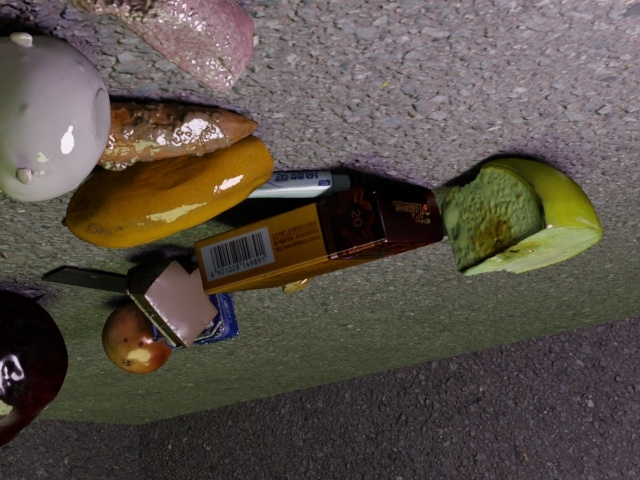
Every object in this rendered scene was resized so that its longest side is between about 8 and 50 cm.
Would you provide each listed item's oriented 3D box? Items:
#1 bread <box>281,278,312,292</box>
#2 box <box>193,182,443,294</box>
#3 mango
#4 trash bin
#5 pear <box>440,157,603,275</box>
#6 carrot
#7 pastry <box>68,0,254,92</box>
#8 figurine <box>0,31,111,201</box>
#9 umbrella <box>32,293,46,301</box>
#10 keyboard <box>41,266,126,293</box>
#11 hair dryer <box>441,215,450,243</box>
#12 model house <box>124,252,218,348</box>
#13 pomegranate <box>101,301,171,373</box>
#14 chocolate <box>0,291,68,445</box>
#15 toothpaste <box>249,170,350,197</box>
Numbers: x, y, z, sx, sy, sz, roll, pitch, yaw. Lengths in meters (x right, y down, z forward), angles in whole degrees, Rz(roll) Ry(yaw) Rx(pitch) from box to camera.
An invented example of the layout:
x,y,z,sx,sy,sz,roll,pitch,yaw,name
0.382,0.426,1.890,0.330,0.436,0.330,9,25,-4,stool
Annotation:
x,y,z,sx,sy,sz,roll,pitch,yaw,name
-0.056,0.072,2.094,0.094,0.083,0.157,-14,163,-19,bread
0.001,0.000,1.749,0.415,0.116,0.264,-18,171,30,box
-0.247,-0.080,1.445,0.359,0.144,0.187,-17,-169,15,mango
-0.301,0.187,2.221,0.184,0.162,0.234,-13,168,7,trash bin
0.409,-0.053,1.734,0.282,0.176,0.286,1,159,-33,pear
-0.216,-0.163,1.331,0.263,0.102,0.102,-5,162,-23,carrot
-0.164,-0.259,1.027,0.112,0.103,0.265,-27,156,30,pastry
-0.458,-0.187,1.084,0.394,0.226,0.274,5,130,-1,figurine
-0.709,0.156,2.185,0.149,0.022,0.022,-19,-165,30,umbrella
-0.535,0.092,2.046,0.103,0.041,0.381,-22,163,35,keyboard
0.228,-0.016,1.987,0.154,0.054,0.106,-2,168,19,hair dryer
-0.350,0.113,2.020,0.248,0.176,0.181,4,136,53,model house
-0.458,0.242,2.283,0.191,0.191,0.191,-6,161,-2,pomegranate
-0.766,0.273,2.085,0.383,0.383,0.331,13,136,-45,chocolate
-0.093,-0.096,1.602,0.297,0.075,0.048,-3,121,-14,toothpaste
